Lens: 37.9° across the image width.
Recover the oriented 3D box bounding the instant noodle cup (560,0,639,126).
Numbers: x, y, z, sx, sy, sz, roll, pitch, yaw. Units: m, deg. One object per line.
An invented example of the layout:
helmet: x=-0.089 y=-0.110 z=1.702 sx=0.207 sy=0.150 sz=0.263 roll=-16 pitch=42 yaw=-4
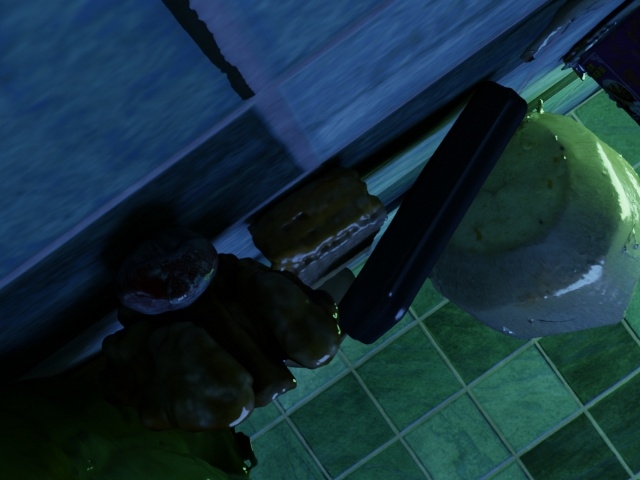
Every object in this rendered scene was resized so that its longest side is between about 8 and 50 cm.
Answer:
instant noodle cup: x=0.484 y=-0.197 z=1.044 sx=0.340 sy=0.266 sz=0.340 roll=-35 pitch=177 yaw=-2

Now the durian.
durian: x=-0.150 y=0.181 z=0.567 sx=0.340 sy=0.204 sz=0.256 roll=23 pitch=163 yaw=-40

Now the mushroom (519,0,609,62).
mushroom: x=0.264 y=-0.219 z=0.633 sx=0.306 sy=0.043 sz=0.068 roll=-36 pitch=159 yaw=18

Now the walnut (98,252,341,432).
walnut: x=-0.065 y=0.051 z=0.560 sx=0.143 sy=0.069 sz=0.170 roll=-34 pitch=-158 yaw=-26

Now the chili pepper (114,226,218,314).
chili pepper: x=-0.077 y=0.016 z=0.463 sx=0.050 sy=0.041 sz=0.153 roll=-55 pitch=-175 yaw=-11

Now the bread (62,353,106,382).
bread: x=-0.154 y=0.123 z=0.802 sx=0.367 sy=0.084 sz=0.077 roll=-29 pitch=129 yaw=-41

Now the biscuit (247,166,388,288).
biscuit: x=0.000 y=0.000 z=0.813 sx=0.094 sy=0.054 sz=0.378 roll=-35 pitch=176 yaw=-2

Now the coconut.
coconut: x=0.338 y=-0.012 z=1.454 sx=0.346 sy=0.346 sz=0.360 roll=-37 pitch=141 yaw=17

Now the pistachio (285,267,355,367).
pistachio: x=-0.019 y=0.115 z=1.458 sx=0.144 sy=0.144 sz=0.215 roll=-39 pitch=180 yaw=40

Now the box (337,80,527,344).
box: x=0.093 y=-0.021 z=0.816 sx=0.230 sy=0.050 sz=0.160 roll=-57 pitch=177 yaw=-15
